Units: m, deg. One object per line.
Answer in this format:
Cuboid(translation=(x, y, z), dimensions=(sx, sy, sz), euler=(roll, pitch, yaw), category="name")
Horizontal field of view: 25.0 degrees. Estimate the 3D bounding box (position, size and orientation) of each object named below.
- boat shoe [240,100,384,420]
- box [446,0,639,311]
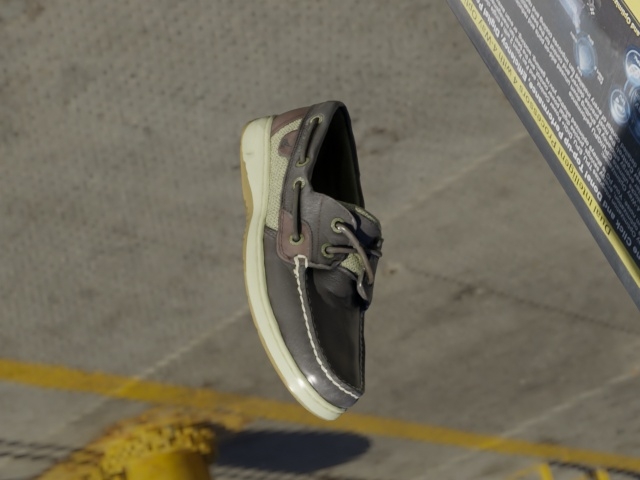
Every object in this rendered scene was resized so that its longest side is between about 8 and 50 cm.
Cuboid(translation=(0.001, 0.000, 0.873), dimensions=(0.073, 0.223, 0.080), euler=(-29, 137, 22), category="boat shoe")
Cuboid(translation=(0.167, -0.100, 0.487), dimensions=(0.097, 0.395, 0.318), euler=(-14, 147, -20), category="box")
